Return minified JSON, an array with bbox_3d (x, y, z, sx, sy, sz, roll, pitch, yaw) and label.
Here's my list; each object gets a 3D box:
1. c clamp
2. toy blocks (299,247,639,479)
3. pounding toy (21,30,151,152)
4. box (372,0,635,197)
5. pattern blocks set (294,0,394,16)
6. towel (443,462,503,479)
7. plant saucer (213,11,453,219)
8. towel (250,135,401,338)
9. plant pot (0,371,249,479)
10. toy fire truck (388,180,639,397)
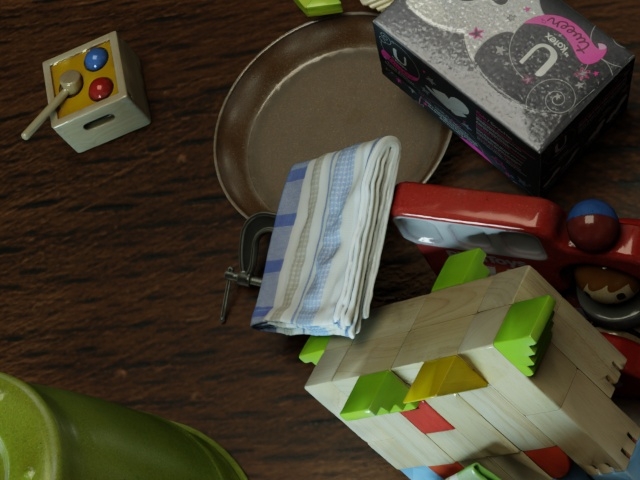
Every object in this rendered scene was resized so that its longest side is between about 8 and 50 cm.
[{"bbox_3d":[-0.042,0.036,1.830,0.160,0.022,0.137,6,96,27],"label":"c clamp"},{"bbox_3d":[0.175,0.168,1.555,0.381,0.261,0.191,-19,35,52],"label":"toy blocks"},{"bbox_3d":[-0.309,-0.186,2.034,0.141,0.100,0.130,-21,58,12],"label":"pounding toy"},{"bbox_3d":[0.204,-0.198,1.755,0.247,0.142,0.163,41,80,18],"label":"box"},{"bbox_3d":[0.091,-0.368,1.963,0.285,0.026,0.325,-36,55,-12],"label":"pattern blocks set"},{"bbox_3d":[0.157,0.277,1.554,0.113,0.152,0.023,31,54,-8],"label":"towel"},{"bbox_3d":[0.021,-0.133,1.897,0.310,0.050,0.311,-10,62,19],"label":"plant saucer"},{"bbox_3d":[0.000,0.000,1.672,0.285,0.034,0.209,173,111,-68],"label":"towel"},{"bbox_3d":[-0.288,0.301,1.629,0.366,0.353,0.366,-10,61,18],"label":"plant pot"},{"bbox_3d":[0.239,0.028,1.598,0.302,0.254,0.169,9,69,27],"label":"toy fire truck"}]
